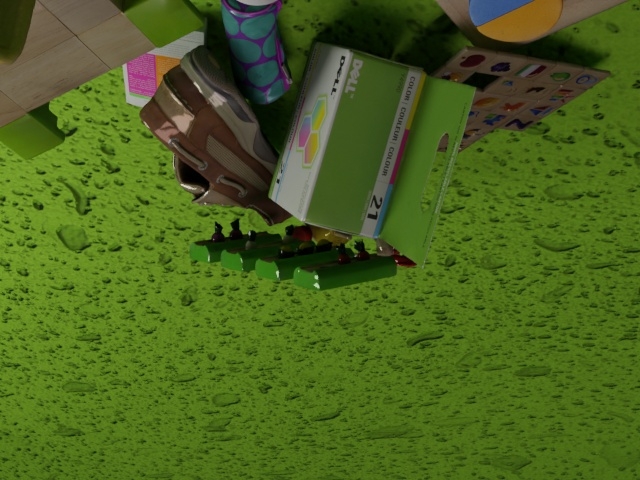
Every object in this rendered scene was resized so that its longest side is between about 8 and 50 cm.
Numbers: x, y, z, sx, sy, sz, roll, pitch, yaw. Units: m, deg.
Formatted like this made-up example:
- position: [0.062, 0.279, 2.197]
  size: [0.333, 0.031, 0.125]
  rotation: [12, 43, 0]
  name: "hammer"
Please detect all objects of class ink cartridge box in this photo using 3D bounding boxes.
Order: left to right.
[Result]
- position: [0.046, -0.097, 1.156]
  size: [0.097, 0.189, 0.255]
  rotation: [13, -171, -20]
  name: "ink cartridge box"

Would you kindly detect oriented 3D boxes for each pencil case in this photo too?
- position: [-0.067, -0.217, 1.203]
  size: [0.070, 0.064, 0.151]
  rotation: [14, 151, 13]
  name: "pencil case"

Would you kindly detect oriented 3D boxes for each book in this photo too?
- position: [-0.177, -0.201, 1.273]
  size: [0.096, 0.035, 0.144]
  rotation: [8, 148, -1]
  name: "book"

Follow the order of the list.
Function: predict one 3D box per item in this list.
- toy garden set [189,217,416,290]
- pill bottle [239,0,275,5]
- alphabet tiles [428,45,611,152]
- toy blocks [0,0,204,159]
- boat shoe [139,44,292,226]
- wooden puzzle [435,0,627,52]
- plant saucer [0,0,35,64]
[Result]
- position: [0.000, 0.000, 1.278]
  size: [0.204, 0.049, 0.244]
  rotation: [-9, -167, -38]
  name: "toy garden set"
- position: [-0.058, -0.299, 1.048]
  size: [0.087, 0.087, 0.160]
  rotation: [5, 149, -2]
  name: "pill bottle"
- position: [0.177, -0.152, 1.278]
  size: [0.198, 0.009, 0.237]
  rotation: [3, 160, -30]
  name: "alphabet tiles"
- position: [-0.287, -0.239, 1.031]
  size: [0.381, 0.261, 0.191]
  rotation: [-21, 140, 24]
  name: "toy blocks"
- position: [-0.118, -0.099, 1.300]
  size: [0.116, 0.123, 0.324]
  rotation: [-37, 148, -2]
  name: "boat shoe"
- position: [0.211, -0.303, 1.018]
  size: [0.322, 0.080, 0.348]
  rotation: [-20, 141, 33]
  name: "wooden puzzle"
- position: [-0.340, -0.323, 0.804]
  size: [0.081, 0.333, 0.333]
  rotation: [-20, 141, 30]
  name: "plant saucer"
